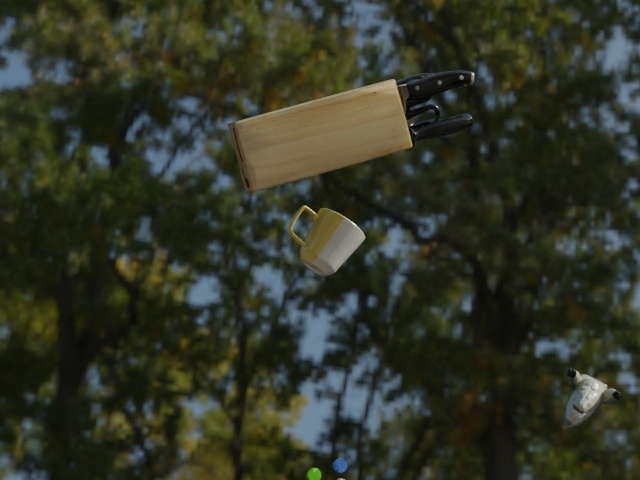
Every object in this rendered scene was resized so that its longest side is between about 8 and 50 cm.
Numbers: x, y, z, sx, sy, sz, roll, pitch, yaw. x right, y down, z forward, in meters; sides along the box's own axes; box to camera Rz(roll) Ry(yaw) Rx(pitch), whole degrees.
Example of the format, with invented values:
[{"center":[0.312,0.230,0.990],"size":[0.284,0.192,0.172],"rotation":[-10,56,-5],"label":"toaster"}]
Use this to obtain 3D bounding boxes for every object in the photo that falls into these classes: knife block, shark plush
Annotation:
[{"center":[0.053,-0.142,1.828],"size":[0.242,0.276,0.088],"rotation":[-14,-85,27],"label":"knife block"},{"center":[0.329,0.203,1.946],"size":[0.073,0.067,0.161],"rotation":[26,1,-1],"label":"shark plush"}]

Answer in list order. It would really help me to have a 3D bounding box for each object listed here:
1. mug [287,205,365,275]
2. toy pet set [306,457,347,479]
[{"center":[0.002,0.002,1.747],"size":[0.078,0.064,0.062],"rotation":[30,-13,16],"label":"mug"},{"center":[-0.026,0.295,1.559],"size":[0.122,0.114,0.065],"rotation":[-16,1,-25],"label":"toy pet set"}]
